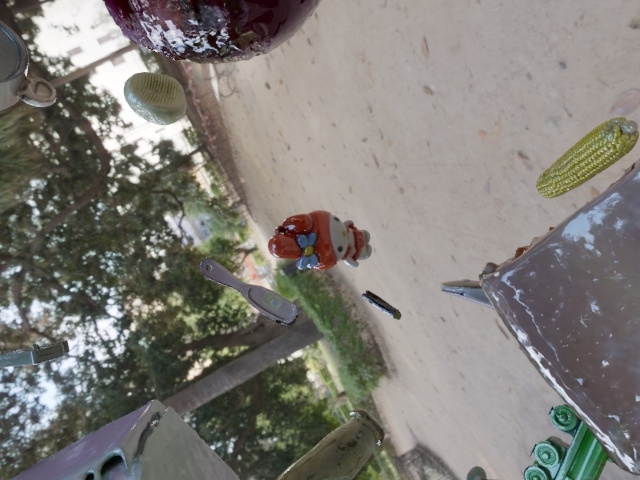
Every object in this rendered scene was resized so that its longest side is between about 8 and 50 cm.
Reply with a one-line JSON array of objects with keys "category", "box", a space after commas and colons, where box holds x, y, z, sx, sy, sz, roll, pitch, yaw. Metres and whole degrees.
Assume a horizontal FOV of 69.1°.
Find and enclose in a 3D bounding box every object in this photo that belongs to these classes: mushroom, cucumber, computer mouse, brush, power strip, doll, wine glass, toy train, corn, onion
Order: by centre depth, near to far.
[{"category": "onion", "box": [-0.103, -0.380, 0.597, 0.260, 0.336, 0.282, 14, 157, 14]}, {"category": "corn", "box": [0.454, -0.138, 0.803, 0.067, 0.067, 0.206, 61, 155, 14]}, {"category": "toy train", "box": [0.455, 0.360, 0.819, 0.119, 0.251, 0.085, 27, -170, 41]}, {"category": "mushroom", "box": [0.027, 0.489, 1.029, 0.107, 0.333, 0.087, 42, 125, 22]}, {"category": "wine glass", "box": [0.401, 0.562, 1.034, 0.155, 0.073, 0.073, -11, 107, 61]}, {"category": "computer mouse", "box": [0.398, 0.130, 1.074, 0.126, 0.245, 0.056, 173, 114, -76]}, {"category": "doll", "box": [0.000, 0.000, 1.183, 0.130, 0.291, 0.160, -27, 62, 53]}, {"category": "brush", "box": [-0.201, 0.140, 1.316, 0.313, 0.072, 0.067, 29, -176, 0]}, {"category": "power strip", "box": [-0.813, 0.320, 1.349, 0.145, 0.216, 0.061, -6, -95, -58]}, {"category": "cucumber", "box": [0.183, 0.194, 1.391, 0.135, 0.033, 0.034, 31, 149, 30]}]

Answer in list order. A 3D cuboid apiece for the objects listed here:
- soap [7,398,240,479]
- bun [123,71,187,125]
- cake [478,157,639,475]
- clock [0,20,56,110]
[{"category": "soap", "box": [-0.073, 0.349, 0.294, 0.446, 0.156, 0.261, 61, -177, -6]}, {"category": "bun", "box": [-0.313, -0.263, 0.878, 0.115, 0.115, 0.069, 60, 141, 18]}, {"category": "cake", "box": [0.342, 0.056, 0.502, 0.230, 0.237, 0.309, 57, -156, 16]}, {"category": "clock", "box": [-0.461, -0.235, 0.588, 0.063, 0.229, 0.155, -48, 35, 39]}]
